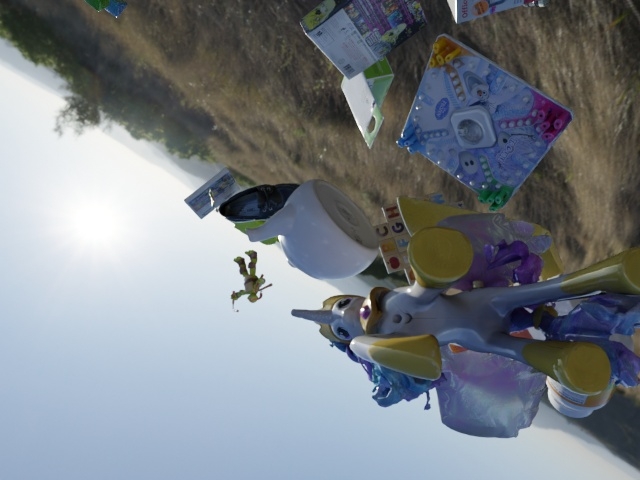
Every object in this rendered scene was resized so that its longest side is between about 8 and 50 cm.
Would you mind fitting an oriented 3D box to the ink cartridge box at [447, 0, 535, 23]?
[{"bbox_3d":[0.343,-0.548,0.913,0.176,0.127,0.128,-11,150,14],"label":"ink cartridge box"}]

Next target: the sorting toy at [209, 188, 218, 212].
[{"bbox_3d":[-0.296,-0.111,1.251,0.083,0.012,0.062,-139,35,-70],"label":"sorting toy"}]

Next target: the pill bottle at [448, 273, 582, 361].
[{"bbox_3d":[0.323,0.142,0.767,0.121,0.216,0.121,31,-138,-32],"label":"pill bottle"}]

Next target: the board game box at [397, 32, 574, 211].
[{"bbox_3d":[0.414,-0.301,1.258,0.390,0.050,0.390,40,153,16],"label":"board game box"}]

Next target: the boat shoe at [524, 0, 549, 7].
[{"bbox_3d":[0.607,-0.782,1.290,0.068,0.081,0.228,19,138,43],"label":"boat shoe"}]

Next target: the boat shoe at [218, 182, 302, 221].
[{"bbox_3d":[-0.211,-0.135,1.605,0.340,0.127,0.113,-5,175,22],"label":"boat shoe"}]

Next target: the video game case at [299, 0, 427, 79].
[{"bbox_3d":[0.096,-0.441,0.921,0.042,0.210,0.232,65,-159,14],"label":"video game case"}]

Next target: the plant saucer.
[{"bbox_3d":[0.369,0.019,1.071,0.332,0.081,0.332,17,172,37],"label":"plant saucer"}]

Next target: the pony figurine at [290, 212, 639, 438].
[{"bbox_3d":[0.165,0.085,0.515,0.350,0.303,0.363,4,168,-14],"label":"pony figurine"}]

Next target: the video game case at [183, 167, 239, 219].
[{"bbox_3d":[-0.417,-0.179,1.767,0.023,0.201,0.183,49,172,15],"label":"video game case"}]

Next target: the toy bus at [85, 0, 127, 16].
[{"bbox_3d":[-0.319,-0.471,0.683,0.104,0.191,0.202,36,158,-6],"label":"toy bus"}]

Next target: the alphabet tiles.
[{"bbox_3d":[0.364,-0.015,1.564,0.011,0.342,0.285,106,148,-76],"label":"alphabet tiles"}]

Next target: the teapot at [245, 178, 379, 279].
[{"bbox_3d":[0.000,0.000,1.037,0.256,0.187,0.252,46,-157,-1],"label":"teapot"}]

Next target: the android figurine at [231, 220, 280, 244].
[{"bbox_3d":[-0.283,-0.067,1.986,0.272,0.056,0.248,27,151,-4],"label":"android figurine"}]

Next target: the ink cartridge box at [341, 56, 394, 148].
[{"bbox_3d":[0.166,-0.448,1.425,0.189,0.097,0.255,113,138,-70],"label":"ink cartridge box"}]

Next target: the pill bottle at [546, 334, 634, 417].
[{"bbox_3d":[0.578,0.284,1.003,0.136,0.136,0.246,29,145,37],"label":"pill bottle"}]

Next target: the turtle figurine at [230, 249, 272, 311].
[{"bbox_3d":[-0.266,0.152,1.777,0.087,0.217,0.269,9,149,-40],"label":"turtle figurine"}]
